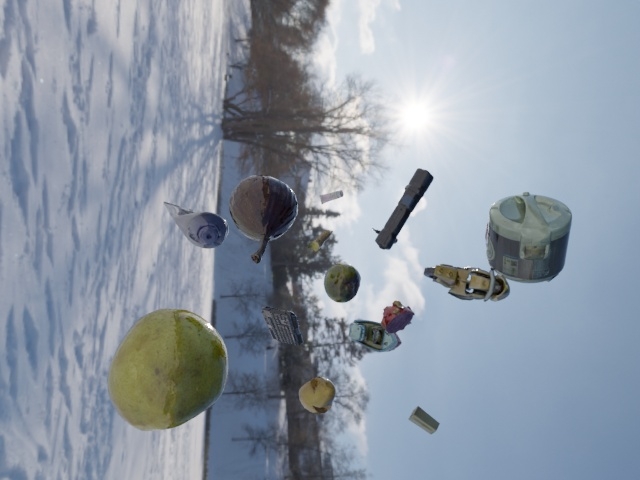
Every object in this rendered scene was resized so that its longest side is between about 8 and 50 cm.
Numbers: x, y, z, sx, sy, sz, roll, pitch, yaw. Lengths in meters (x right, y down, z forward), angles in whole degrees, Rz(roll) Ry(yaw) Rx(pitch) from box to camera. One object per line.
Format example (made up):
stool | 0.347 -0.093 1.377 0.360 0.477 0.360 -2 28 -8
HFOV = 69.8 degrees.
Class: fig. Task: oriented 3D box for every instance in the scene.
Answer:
fig | 0.093 0.185 2.072 0.191 0.180 0.181 -170 -99 -66
fig | -0.175 -0.047 1.399 0.217 0.216 0.321 103 -14 -45

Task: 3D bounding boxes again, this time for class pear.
pear | -0.392 0.327 1.207 0.304 0.303 0.304 -178 -90 -79

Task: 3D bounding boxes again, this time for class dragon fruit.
dragon fruit | 0.230 0.235 1.424 0.112 0.126 0.068 -48 -130 19

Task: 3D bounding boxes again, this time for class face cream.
face cream | -0.482 -0.082 1.820 0.420 0.234 0.137 36 -70 60
face cream | 0.038 -0.158 1.659 0.115 0.020 0.038 -11 -89 48

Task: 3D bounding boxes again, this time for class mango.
mango | -0.009 0.733 2.182 0.167 0.130 0.262 43 -40 15

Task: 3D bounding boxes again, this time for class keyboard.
keyboard | -0.112 0.262 1.374 0.262 0.106 0.016 84 19 -58

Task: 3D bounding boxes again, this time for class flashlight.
flashlight | 0.395 -0.143 2.175 0.424 0.103 0.103 -60 -167 1

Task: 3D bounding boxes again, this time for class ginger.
ginger | -0.002 0.003 1.843 0.137 0.044 0.058 -41 138 -40

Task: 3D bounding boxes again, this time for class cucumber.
cucumber | 0.334 -0.027 2.376 0.043 0.163 0.039 24 -93 58

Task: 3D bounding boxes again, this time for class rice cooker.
rice cooker | 0.739 -0.015 1.642 0.288 0.288 0.277 -106 -176 -56

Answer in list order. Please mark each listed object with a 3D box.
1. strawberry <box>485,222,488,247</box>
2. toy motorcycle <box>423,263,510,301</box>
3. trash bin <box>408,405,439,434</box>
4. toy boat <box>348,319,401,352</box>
strawberry | 0.826 0.023 1.932 0.250 0.238 0.289 114 -16 -66
toy motorcycle | 0.385 0.104 1.175 0.130 0.229 0.094 145 -38 -78
trash bin | 0.361 0.627 1.595 0.043 0.092 0.061 -46 163 -32
toy boat | 0.269 0.488 2.353 0.331 0.133 0.145 4 -98 52
